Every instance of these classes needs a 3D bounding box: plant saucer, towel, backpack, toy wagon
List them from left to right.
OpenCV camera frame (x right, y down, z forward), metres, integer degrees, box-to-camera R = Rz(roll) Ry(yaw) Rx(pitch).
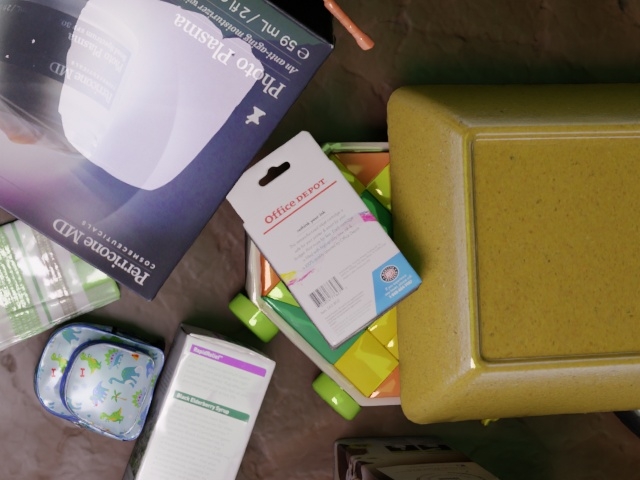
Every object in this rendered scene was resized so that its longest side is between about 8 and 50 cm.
[{"bbox_3d":[-0.283,0.035,1.465,0.152,0.023,0.113,-23,99,-10],"label":"towel"},{"bbox_3d":[-0.216,0.132,1.455,0.114,0.084,0.105,19,87,-10],"label":"backpack"},{"bbox_3d":[0.087,0.056,1.522,0.344,0.068,0.267,44,84,-11],"label":"toy wagon"},{"bbox_3d":[0.240,0.006,1.471,0.333,0.081,0.332,-2,88,-13],"label":"plant saucer"}]

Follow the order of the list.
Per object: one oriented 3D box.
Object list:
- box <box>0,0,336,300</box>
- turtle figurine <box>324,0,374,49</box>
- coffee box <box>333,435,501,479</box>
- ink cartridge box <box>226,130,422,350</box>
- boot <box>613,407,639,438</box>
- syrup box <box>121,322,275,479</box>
[{"bbox_3d":[-0.187,-0.157,1.353,0.296,0.183,0.294,33,107,-12],"label":"box"},{"bbox_3d":[0.005,-0.313,1.352,0.217,0.087,0.269,-42,85,-10],"label":"turtle figurine"},{"bbox_3d":[0.098,0.295,1.422,0.119,0.297,0.168,0,93,-12],"label":"coffee box"},{"bbox_3d":[0.000,0.000,1.419,0.104,0.061,0.181,-36,83,-5],"label":"ink cartridge box"},{"bbox_3d":[0.365,0.105,1.575,0.178,0.085,0.236,-41,98,-8],"label":"boot"},{"bbox_3d":[-0.130,0.207,1.472,0.096,0.093,0.237,21,89,-12],"label":"syrup box"}]
